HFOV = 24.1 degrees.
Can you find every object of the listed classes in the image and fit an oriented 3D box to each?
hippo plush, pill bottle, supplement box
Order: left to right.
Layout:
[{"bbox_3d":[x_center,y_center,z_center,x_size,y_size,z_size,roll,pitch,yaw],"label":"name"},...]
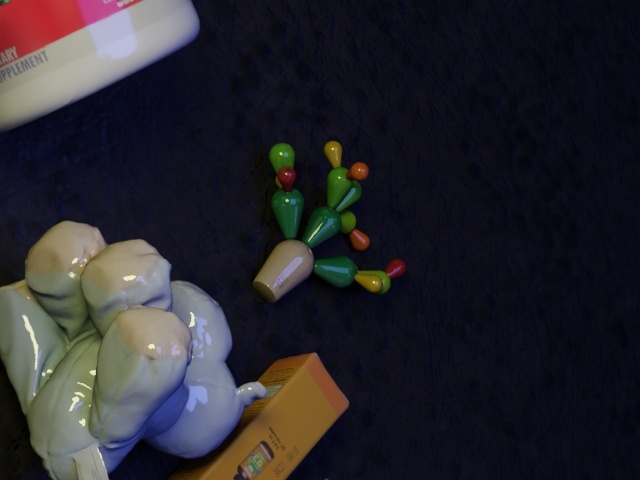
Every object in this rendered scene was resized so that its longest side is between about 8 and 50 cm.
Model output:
[{"bbox_3d":[-0.291,-0.321,1.338,0.229,0.229,0.407,-35,104,-41],"label":"pill bottle"},{"bbox_3d":[-0.149,0.126,1.404,0.236,0.234,0.294,5,64,-49],"label":"hippo plush"},{"bbox_3d":[-0.072,0.219,1.565,0.233,0.080,0.078,-46,111,-40],"label":"supplement box"}]

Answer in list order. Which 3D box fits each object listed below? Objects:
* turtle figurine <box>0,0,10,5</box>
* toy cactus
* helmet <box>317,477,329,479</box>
[{"bbox_3d":[-0.310,-0.081,1.206,0.275,0.198,0.266,28,97,6],"label":"turtle figurine"},{"bbox_3d":[0.000,0.000,1.673,0.180,0.112,0.219,-48,122,-27],"label":"toy cactus"},{"bbox_3d":[-0.006,0.345,1.539,0.169,0.169,0.161,-26,82,-42],"label":"helmet"}]
